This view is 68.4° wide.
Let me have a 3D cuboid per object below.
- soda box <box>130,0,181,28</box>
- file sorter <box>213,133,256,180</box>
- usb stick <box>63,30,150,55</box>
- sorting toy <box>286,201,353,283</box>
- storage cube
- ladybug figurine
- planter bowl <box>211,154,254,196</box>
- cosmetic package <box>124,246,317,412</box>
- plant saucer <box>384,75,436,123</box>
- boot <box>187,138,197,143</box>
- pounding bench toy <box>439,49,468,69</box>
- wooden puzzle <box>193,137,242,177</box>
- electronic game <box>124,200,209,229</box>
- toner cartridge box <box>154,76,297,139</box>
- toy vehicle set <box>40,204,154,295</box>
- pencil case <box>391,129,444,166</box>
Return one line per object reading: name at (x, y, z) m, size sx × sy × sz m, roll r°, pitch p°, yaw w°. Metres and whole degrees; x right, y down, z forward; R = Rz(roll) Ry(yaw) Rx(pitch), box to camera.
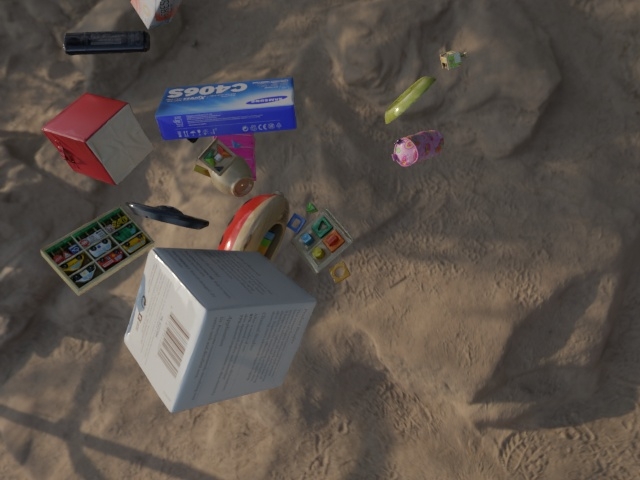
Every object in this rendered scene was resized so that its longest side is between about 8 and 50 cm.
soda box at (-0.291, -0.473, 0.871) m, size 0.058 × 0.062 × 0.183 m, roll -39°, pitch 12°, yaw -33°
file sorter at (-0.415, -0.458, 2.276) m, size 0.202 × 0.182 × 0.290 m, roll -2°, pitch 66°, yaw -12°
usb stick at (-0.702, -0.649, 1.546) m, size 0.278 × 0.045 × 0.077 m, roll -2°, pitch 82°, yaw 0°
sorting toy at (0.000, 0.000, 1.729) m, size 0.196 × 0.047 × 0.347 m, roll -44°, pitch 62°, yaw 9°
storage cube at (-0.672, -0.309, 1.441) m, size 0.193 × 0.183 × 0.214 m, roll 18°, pitch 58°, yaw 24°
ladybug figurine at (-0.271, 0.003, 1.817) m, size 0.162 × 0.305 × 0.449 m, roll 27°, pitch 88°, yaw 16°
planter bowl at (-0.329, -0.239, 1.848) m, size 0.162 × 0.162 × 0.109 m, roll -42°, pitch 60°, yaw -7°
cosmetic package at (-0.294, 0.239, 1.387) m, size 0.327 × 0.394 × 0.329 m, roll 35°, pitch 110°, yaw 38°
plant saucer at (0.324, -0.531, 1.753) m, size 0.241 × 0.241 × 0.037 m, roll -46°, pitch 102°, yaw -10°
boot at (-0.417, -0.378, 1.510) m, size 0.045 × 0.099 × 0.121 m, roll 34°, pitch 89°, yaw 32°
pounding bench toy at (0.489, -0.665, 1.720) m, size 0.083 × 0.052 × 0.065 m, roll -21°, pitch 27°, yaw 0°
wooden puzzle at (-0.245, -0.197, 1.129) m, size 0.116 × 0.079 × 0.014 m, roll -52°, pitch 32°, yaw 9°
electronic game at (-0.426, -0.074, 1.318) m, size 0.230 × 0.229 × 0.048 m, roll 14°, pitch 89°, yaw 25°
toner cartridge box at (-0.239, -0.350, 1.240) m, size 0.348 × 0.075 × 0.165 m, roll -5°, pitch 43°, yaw 0°
toy vehicle set at (-0.660, 0.023, 1.412) m, size 0.166 × 0.035 × 0.267 m, roll 45°, pitch 53°, yaw 4°
pencil case at (0.412, -0.388, 1.969) m, size 0.124 × 0.124 × 0.284 m, roll 26°, pitch 34°, yaw 29°
